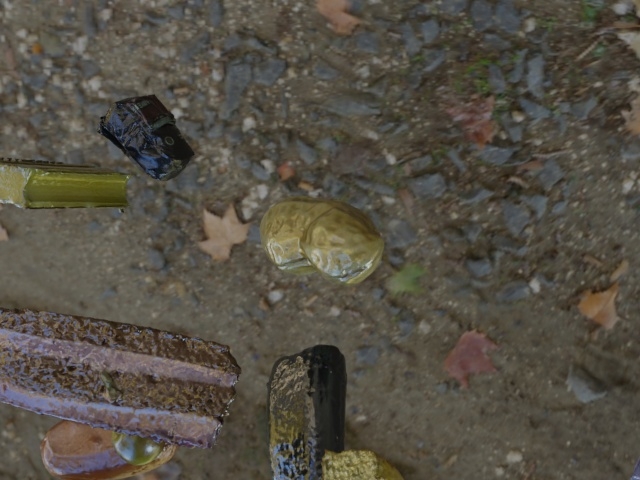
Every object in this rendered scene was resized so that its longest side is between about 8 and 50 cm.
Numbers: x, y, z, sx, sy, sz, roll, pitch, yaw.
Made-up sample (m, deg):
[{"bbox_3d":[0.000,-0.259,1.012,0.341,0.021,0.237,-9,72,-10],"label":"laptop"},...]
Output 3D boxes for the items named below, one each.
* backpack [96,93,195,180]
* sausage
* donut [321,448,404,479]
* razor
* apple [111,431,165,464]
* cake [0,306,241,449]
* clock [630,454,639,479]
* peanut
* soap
[{"bbox_3d":[-0.304,-0.189,1.538,0.165,0.120,0.106,42,116,0],"label":"backpack"},{"bbox_3d":[-0.373,0.365,1.523,0.259,0.133,0.133,-13,97,9],"label":"sausage"},{"bbox_3d":[0.085,0.443,1.237,0.151,0.295,0.112,35,127,-28],"label":"donut"},{"bbox_3d":[-0.023,0.366,1.608,0.189,0.107,0.326,-28,53,38],"label":"razor"},{"bbox_3d":[-0.276,0.296,1.297,0.090,0.074,0.089,-31,49,42],"label":"apple"},{"bbox_3d":[-0.227,0.145,0.932,0.296,0.113,0.115,10,81,15],"label":"cake"},{"bbox_3d":[0.423,0.299,0.949,0.145,0.073,0.193,20,151,33],"label":"clock"},{"bbox_3d":[0.000,0.000,1.413,0.306,0.147,0.146,7,107,52],"label":"peanut"},{"bbox_3d":[-0.451,-0.094,1.460,0.135,0.233,0.076,12,97,33],"label":"soap"}]
